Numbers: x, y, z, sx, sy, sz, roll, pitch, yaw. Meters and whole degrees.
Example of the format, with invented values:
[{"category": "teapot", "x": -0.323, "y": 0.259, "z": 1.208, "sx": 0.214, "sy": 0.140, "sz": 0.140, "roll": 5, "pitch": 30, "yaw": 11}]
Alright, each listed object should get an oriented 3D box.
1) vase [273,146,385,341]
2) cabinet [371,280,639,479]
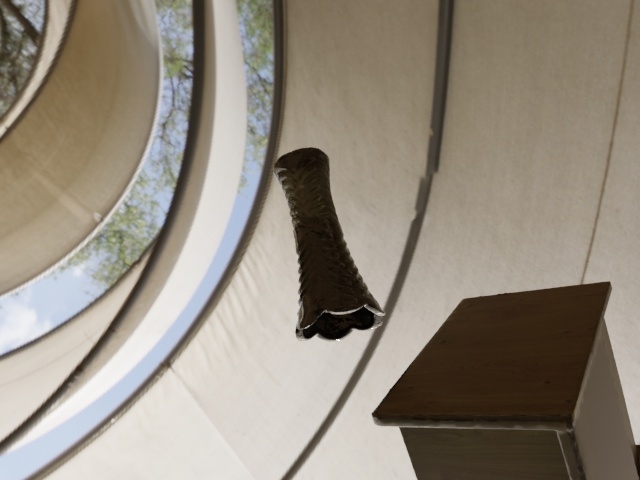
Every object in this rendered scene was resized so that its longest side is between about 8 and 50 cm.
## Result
[{"category": "vase", "x": 0.000, "y": 0.000, "z": 0.744, "sx": 0.115, "sy": 0.115, "sz": 0.237, "roll": -26, "pitch": -119, "yaw": 25}, {"category": "cabinet", "x": 0.167, "y": 0.159, "z": 0.478, "sx": 0.148, "sy": 0.174, "sz": 0.215, "roll": -11, "pitch": -167, "yaw": 36}]
